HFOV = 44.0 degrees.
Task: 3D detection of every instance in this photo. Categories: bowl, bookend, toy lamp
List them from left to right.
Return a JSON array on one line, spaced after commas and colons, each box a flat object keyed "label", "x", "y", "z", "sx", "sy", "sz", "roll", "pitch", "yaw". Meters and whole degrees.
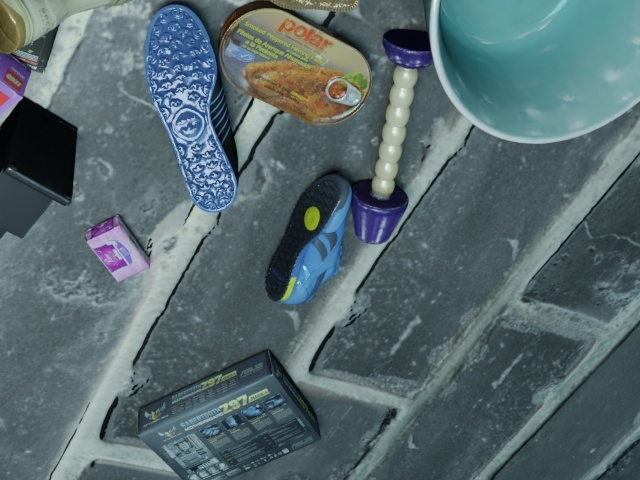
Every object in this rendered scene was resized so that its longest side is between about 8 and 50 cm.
[{"label": "bookend", "x": -0.343, "y": -0.050, "z": 0.869, "sx": 0.072, "sy": 0.157, "sz": 0.156, "roll": 32, "pitch": 112, "yaw": -32}, {"label": "toy lamp", "x": 0.086, "y": -0.119, "z": 0.984, "sx": 0.080, "sy": 0.080, "sz": 0.275, "roll": -1, "pitch": 124, "yaw": -14}, {"label": "bowl", "x": 0.232, "y": -0.275, "z": 0.838, "sx": 0.311, "sy": 0.163, "sz": 0.312, "roll": -9, "pitch": 124, "yaw": -13}]

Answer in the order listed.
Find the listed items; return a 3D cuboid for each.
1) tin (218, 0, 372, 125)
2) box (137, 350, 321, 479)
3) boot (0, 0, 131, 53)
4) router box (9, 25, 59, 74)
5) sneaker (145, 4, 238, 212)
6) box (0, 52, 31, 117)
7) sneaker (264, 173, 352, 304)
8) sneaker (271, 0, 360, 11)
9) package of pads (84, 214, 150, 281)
[{"label": "tin", "x": -0.028, "y": -0.204, "z": 0.913, "sx": 0.189, "sy": 0.040, "sz": 0.106, "roll": 22, "pitch": 122, "yaw": -28}, {"label": "box", "x": -0.140, "y": 0.288, "z": 1.241, "sx": 0.232, "sy": 0.059, "sz": 0.183, "roll": -26, "pitch": 129, "yaw": 6}, {"label": "boot", "x": -0.292, "y": -0.279, "z": 0.740, "sx": 0.213, "sy": 0.165, "sz": 0.077, "roll": 44, "pitch": 138, "yaw": 6}, {"label": "router box", "x": -0.329, "y": -0.235, "z": 0.807, "sx": 0.122, "sy": 0.038, "sz": 0.092, "roll": 16, "pitch": 120, "yaw": -25}, {"label": "sneaker", "x": -0.145, "y": -0.149, "z": 0.904, "sx": 0.081, "sy": 0.090, "sz": 0.232, "roll": -11, "pitch": 107, "yaw": -5}, {"label": "box", "x": -0.470, "y": -0.141, "z": 0.801, "sx": 0.293, "sy": 0.057, "sz": 0.201, "roll": -32, "pitch": 128, "yaw": 23}, {"label": "sneaker", "x": 0.000, "y": 0.000, "z": 1.062, "sx": 0.082, "sy": 0.069, "sz": 0.209, "roll": 5, "pitch": 126, "yaw": -36}, {"label": "sneaker", "x": -0.005, "y": -0.281, "z": 0.864, "sx": 0.118, "sy": 0.067, "sz": 0.042, "roll": 14, "pitch": 130, "yaw": 12}, {"label": "package of pads", "x": -0.260, "y": 0.012, "z": 1.017, "sx": 0.050, "sy": 0.032, "sz": 0.083, "roll": -25, "pitch": 129, "yaw": 3}]
